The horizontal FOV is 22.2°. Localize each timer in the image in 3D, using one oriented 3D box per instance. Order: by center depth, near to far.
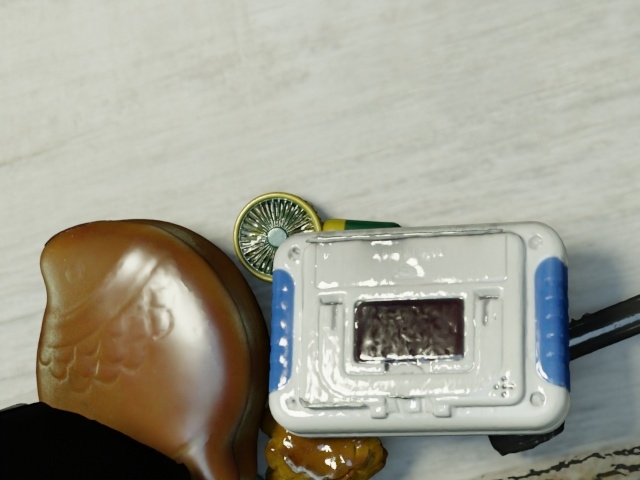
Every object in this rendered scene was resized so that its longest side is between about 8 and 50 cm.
[{"bbox_3d":[0.081,0.074,1.367,0.253,0.078,0.178,-3,74,14],"label":"timer"}]

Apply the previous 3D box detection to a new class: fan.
[{"bbox_3d":[0.000,0.000,1.466,0.155,0.039,0.082,4,92,9],"label":"fan"}]

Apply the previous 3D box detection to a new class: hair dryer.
[{"bbox_3d":[0.247,0.094,1.421,0.248,0.070,0.114,-21,87,2],"label":"hair dryer"}]

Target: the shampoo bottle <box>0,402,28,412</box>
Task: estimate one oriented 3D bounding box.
[{"bbox_3d":[-0.346,0.260,1.515,0.246,0.080,0.079,-44,83,9],"label":"shampoo bottle"}]

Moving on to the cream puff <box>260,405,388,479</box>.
[{"bbox_3d":[0.002,0.186,1.449,0.116,0.094,0.122,5,69,9],"label":"cream puff"}]

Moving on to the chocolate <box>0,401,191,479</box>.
[{"bbox_3d":[-0.289,0.363,1.329,0.383,0.384,0.331,56,141,4],"label":"chocolate"}]

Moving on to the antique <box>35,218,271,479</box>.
[{"bbox_3d":[-0.148,0.109,1.437,0.223,0.129,0.278,-31,79,21],"label":"antique"}]

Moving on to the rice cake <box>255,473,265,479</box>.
[{"bbox_3d":[-0.032,0.244,1.487,0.121,0.022,0.021,37,106,8],"label":"rice cake"}]
